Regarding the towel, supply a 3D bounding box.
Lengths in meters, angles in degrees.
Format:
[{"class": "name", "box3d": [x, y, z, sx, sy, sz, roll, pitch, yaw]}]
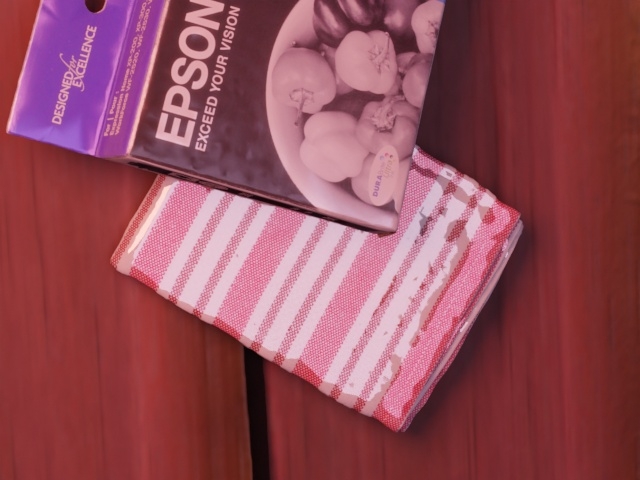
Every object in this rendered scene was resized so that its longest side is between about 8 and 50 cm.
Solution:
[{"class": "towel", "box3d": [0.000, 0.000, 1.068, 0.197, 0.029, 0.144, 31, 87, -12]}]

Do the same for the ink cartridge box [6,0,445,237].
[{"class": "ink cartridge box", "box3d": [-0.038, -0.126, 1.018, 0.208, 0.045, 0.206, 15, 80, -14]}]
